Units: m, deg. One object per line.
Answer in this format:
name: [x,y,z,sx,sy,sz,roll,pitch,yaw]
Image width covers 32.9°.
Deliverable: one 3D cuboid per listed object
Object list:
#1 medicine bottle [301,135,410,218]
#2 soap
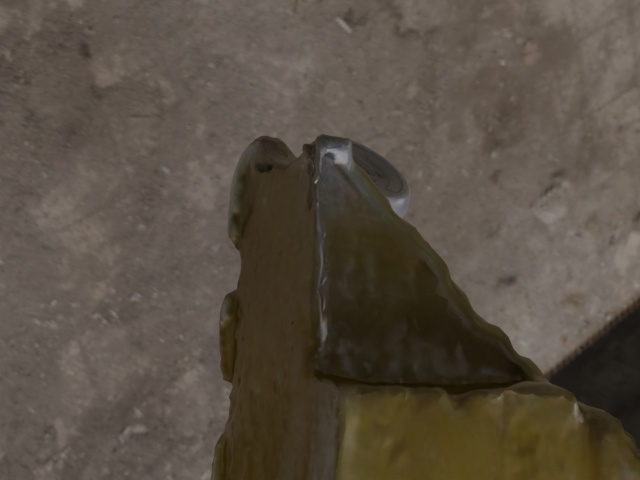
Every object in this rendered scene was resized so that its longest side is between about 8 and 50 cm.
medicine bottle: [0.000,0.000,1.251,0.135,0.135,0.215,5,126,-40]
soap: [0.116,0.110,0.595,0.338,0.169,0.304,9,80,-26]
